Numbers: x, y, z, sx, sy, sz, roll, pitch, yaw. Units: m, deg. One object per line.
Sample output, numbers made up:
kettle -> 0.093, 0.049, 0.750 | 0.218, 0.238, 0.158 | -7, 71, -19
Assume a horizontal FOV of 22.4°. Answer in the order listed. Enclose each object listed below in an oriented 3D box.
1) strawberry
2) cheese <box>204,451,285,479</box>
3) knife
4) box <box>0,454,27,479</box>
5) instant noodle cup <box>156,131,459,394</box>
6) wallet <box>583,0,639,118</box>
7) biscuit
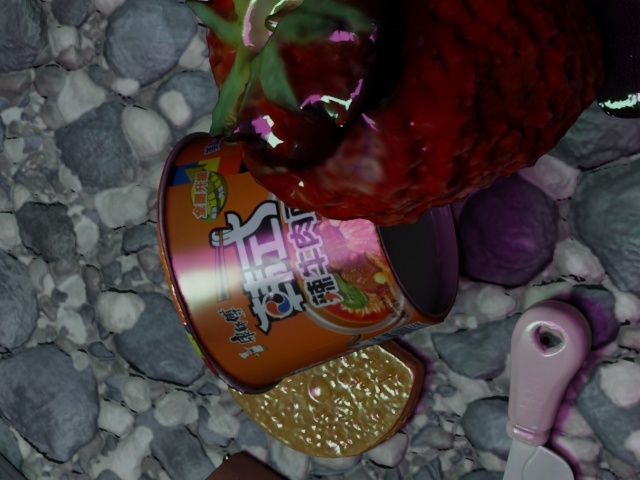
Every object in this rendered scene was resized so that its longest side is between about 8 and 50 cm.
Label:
strawberry -> 0.054, -0.143, 1.254 | 0.291, 0.310, 0.292 | -15, 62, 30
cheese -> -0.121, 0.342, 1.638 | 0.128, 0.177, 0.203 | 34, 118, 18
knife -> 0.201, 0.209, 1.507 | 0.081, 0.043, 0.336 | 15, 118, 19
box -> -0.437, 0.265, 1.828 | 0.269, 0.135, 0.079 | 41, 117, 13
instant noodle cup -> 0.000, 0.000, 1.444 | 0.192, 0.250, 0.250 | -14, 97, 24
wallet -> 0.281, -0.261, 1.308 | 0.172, 0.045, 0.318 | -5, 101, 30
biscuit -> 0.006, 0.147, 1.595 | 0.220, 0.029, 0.142 | -11, 97, 31
